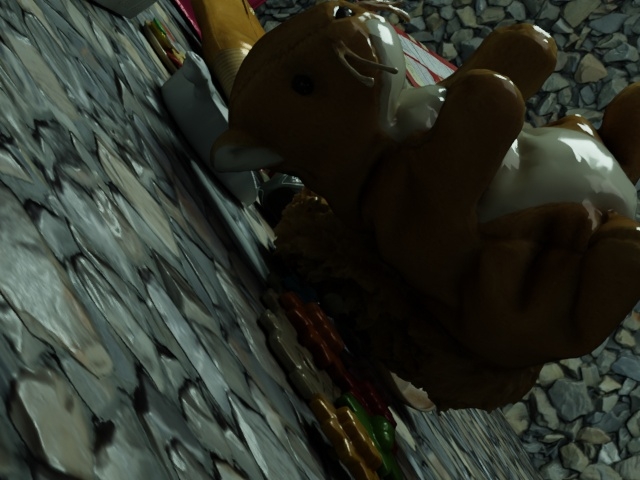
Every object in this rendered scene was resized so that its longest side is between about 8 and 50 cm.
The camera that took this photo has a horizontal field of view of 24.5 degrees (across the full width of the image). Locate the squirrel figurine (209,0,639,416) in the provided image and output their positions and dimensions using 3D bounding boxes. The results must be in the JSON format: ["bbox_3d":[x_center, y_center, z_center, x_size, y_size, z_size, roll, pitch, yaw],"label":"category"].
[{"bbox_3d":[0.073,-0.029,1.346,0.370,0.397,0.281,24,45,-4],"label":"squirrel figurine"}]

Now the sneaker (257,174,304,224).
[{"bbox_3d":[0.000,0.000,1.593,0.178,0.072,0.077,46,20,-32],"label":"sneaker"}]

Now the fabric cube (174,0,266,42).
[{"bbox_3d":[-0.144,-0.479,2.185,0.259,0.254,0.258,55,5,-18],"label":"fabric cube"}]

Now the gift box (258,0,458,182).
[{"bbox_3d":[0.053,-0.117,1.825,0.276,0.258,0.255,29,22,-33],"label":"gift box"}]

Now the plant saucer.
[{"bbox_3d":[0.083,0.094,1.618,0.198,0.036,0.199,46,37,-50],"label":"plant saucer"}]

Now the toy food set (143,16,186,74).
[{"bbox_3d":[-0.165,-0.208,1.611,0.083,0.020,0.082,56,5,-6],"label":"toy food set"}]

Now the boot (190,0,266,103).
[{"bbox_3d":[-0.068,-0.228,2.062,0.295,0.104,0.211,35,31,-54],"label":"boot"}]

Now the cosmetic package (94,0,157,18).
[{"bbox_3d":[-0.174,-0.329,1.328,0.155,0.197,0.365,56,4,2],"label":"cosmetic package"}]

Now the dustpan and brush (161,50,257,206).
[{"bbox_3d":[-0.109,-0.125,1.386,0.147,0.060,0.211,58,5,18],"label":"dustpan and brush"}]

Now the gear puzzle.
[{"bbox_3d":[0.018,0.112,1.174,0.175,0.044,0.339,55,5,-8],"label":"gear puzzle"}]
